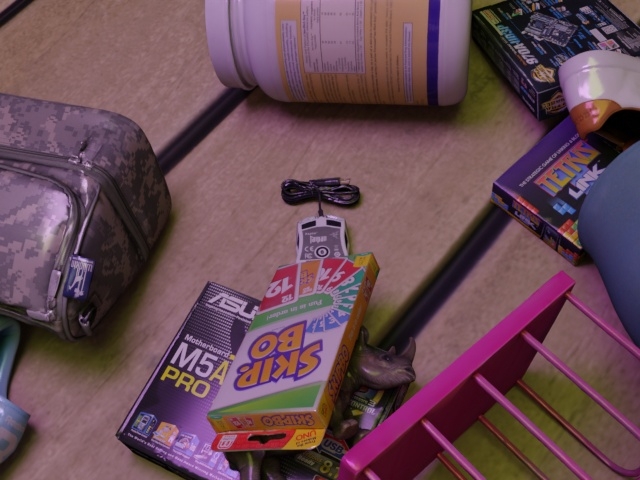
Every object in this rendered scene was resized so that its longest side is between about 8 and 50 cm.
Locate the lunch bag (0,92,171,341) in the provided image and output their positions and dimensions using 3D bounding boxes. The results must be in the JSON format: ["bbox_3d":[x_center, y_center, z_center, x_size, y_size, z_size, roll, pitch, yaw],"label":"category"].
[{"bbox_3d":[-0.364,-0.023,0.984,0.305,0.212,0.256,12,59,14],"label":"lunch bag"}]

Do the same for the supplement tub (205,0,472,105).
[{"bbox_3d":[0.035,-0.304,1.078,0.331,0.241,0.241,3,61,10],"label":"supplement tub"}]

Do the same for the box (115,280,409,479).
[{"bbox_3d":[-0.061,0.189,0.911,0.270,0.060,0.216,21,66,19],"label":"box"}]

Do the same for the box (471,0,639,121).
[{"bbox_3d":[0.329,-0.269,1.100,0.175,0.051,0.220,-20,46,-3],"label":"box"}]

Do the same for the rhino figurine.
[{"bbox_3d":[0.005,0.171,0.834,0.243,0.073,0.106,-35,51,-16],"label":"rhino figurine"}]

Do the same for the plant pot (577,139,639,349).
[{"bbox_3d":[0.415,0.020,0.835,0.272,0.271,0.255,-26,46,-7],"label":"plant pot"}]

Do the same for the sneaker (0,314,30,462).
[{"bbox_3d":[-0.409,0.233,0.894,0.150,0.135,0.365,-10,60,6],"label":"sneaker"}]

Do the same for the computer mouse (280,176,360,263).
[{"bbox_3d":[0.000,0.000,1.025,0.106,0.042,0.193,-2,54,2],"label":"computer mouse"}]

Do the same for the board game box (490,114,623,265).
[{"bbox_3d":[0.325,-0.073,1.014,0.170,0.048,0.141,-40,64,-15],"label":"board game box"}]

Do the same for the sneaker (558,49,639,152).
[{"bbox_3d":[0.429,-0.149,0.991,0.290,0.106,0.123,2,70,-15],"label":"sneaker"}]

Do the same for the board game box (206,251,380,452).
[{"bbox_3d":[-0.025,0.110,0.843,0.124,0.039,0.259,-9,36,26],"label":"board game box"}]

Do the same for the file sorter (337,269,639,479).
[{"bbox_3d":[0.177,0.215,0.749,0.291,0.202,0.182,-34,63,-26],"label":"file sorter"}]
